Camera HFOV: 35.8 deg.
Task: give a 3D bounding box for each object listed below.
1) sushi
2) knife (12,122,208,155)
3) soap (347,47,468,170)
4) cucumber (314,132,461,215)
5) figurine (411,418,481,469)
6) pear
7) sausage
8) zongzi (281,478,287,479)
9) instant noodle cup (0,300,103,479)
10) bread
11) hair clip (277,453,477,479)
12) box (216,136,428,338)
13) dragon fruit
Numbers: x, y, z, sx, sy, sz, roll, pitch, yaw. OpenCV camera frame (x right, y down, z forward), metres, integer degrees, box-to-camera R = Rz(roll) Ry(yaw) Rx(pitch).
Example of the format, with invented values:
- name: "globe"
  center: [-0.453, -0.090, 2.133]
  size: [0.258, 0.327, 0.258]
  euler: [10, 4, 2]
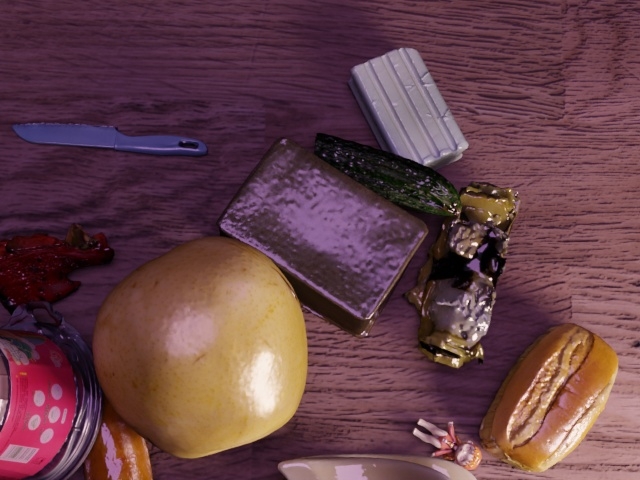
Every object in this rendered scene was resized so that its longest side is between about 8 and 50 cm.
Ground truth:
- name: "sushi"
  center: [0.214, 0.046, 1.517]
  size: [0.139, 0.131, 0.291]
  euler: [17, 83, -3]
- name: "knife"
  center: [-0.335, -0.163, 1.579]
  size: [0.313, 0.019, 0.044]
  euler: [4, 68, -3]
- name: "soap"
  center: [0.139, -0.205, 1.603]
  size: [0.119, 0.066, 0.198]
  euler: [-24, 79, -11]
- name: "cucumber"
  center: [0.098, -0.101, 1.529]
  size: [0.265, 0.077, 0.077]
  euler: [17, 74, 23]
- name: "figurine"
  center: [0.191, 0.305, 1.490]
  size: [0.109, 0.047, 0.064]
  euler: [30, 79, 7]
- name: "pear"
  center: [-0.161, 0.152, 1.371]
  size: [0.309, 0.309, 0.309]
  euler: [1, 76, -5]
- name: "sausage"
  center: [-0.298, 0.324, 1.415]
  size: [0.109, 0.109, 0.270]
  euler: [-12, 77, -8]
- name: "zongzi"
  center: [-0.142, 0.381, 1.377]
  size: [0.228, 0.115, 0.256]
  euler: [46, 68, -31]
- name: "instant noodle cup"
  center: [-0.450, 0.218, 1.341]
  size: [0.258, 0.181, 0.302]
  euler: [-13, 72, 18]
- name: "bread"
  center: [0.346, 0.237, 1.490]
  size: [0.140, 0.106, 0.236]
  euler: [36, 77, 3]
- name: "hair clip"
  center: [0.093, 0.384, 1.436]
  size: [0.282, 0.113, 0.172]
  euler: [-11, 77, 7]
- name: "box"
  center: [0.000, 0.001, 1.502]
  size: [0.273, 0.143, 0.184]
  euler: [32, 76, 5]
- name: "dragon fruit"
  center: [-0.405, 0.036, 1.483]
  size: [0.192, 0.092, 0.122]
  euler: [-11, 77, -7]
